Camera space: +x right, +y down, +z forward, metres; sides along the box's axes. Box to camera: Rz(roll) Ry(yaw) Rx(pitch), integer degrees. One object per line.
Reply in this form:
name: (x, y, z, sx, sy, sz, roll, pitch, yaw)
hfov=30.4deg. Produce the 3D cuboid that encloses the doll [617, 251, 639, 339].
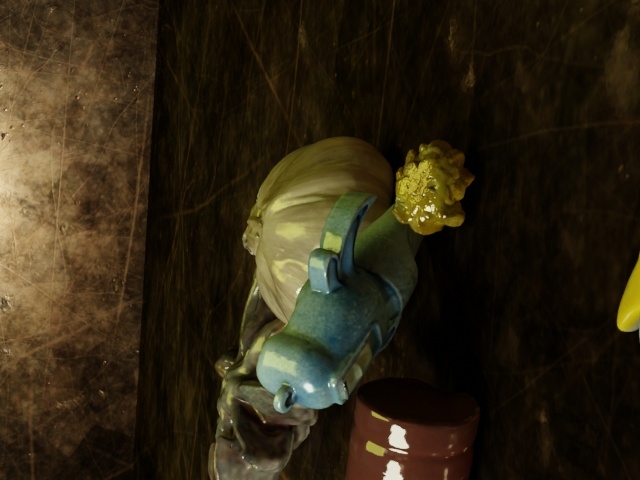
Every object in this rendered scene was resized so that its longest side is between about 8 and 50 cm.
doll: (0.239, -0.025, 0.588, 0.145, 0.103, 0.316, 45, 123, 36)

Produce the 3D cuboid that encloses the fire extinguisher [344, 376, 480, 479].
fire extinguisher: (0.073, 0.299, 1.093, 0.114, 0.135, 0.337, 16, 107, 30)

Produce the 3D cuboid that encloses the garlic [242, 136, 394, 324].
garlic: (-0.002, -0.001, 1.280, 0.228, 0.152, 0.227, -175, 90, -67)

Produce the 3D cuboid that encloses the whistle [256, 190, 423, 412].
whistle: (0.029, 0.057, 1.096, 0.269, 0.093, 0.180, -54, -36, -37)

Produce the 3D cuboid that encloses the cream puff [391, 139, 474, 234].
cream puff: (0.105, -0.049, 1.084, 0.083, 0.058, 0.083, -28, 85, 28)

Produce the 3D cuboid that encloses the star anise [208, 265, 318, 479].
star anise: (-0.060, 0.186, 1.532, 0.316, 0.139, 0.359, -16, 58, 64)
